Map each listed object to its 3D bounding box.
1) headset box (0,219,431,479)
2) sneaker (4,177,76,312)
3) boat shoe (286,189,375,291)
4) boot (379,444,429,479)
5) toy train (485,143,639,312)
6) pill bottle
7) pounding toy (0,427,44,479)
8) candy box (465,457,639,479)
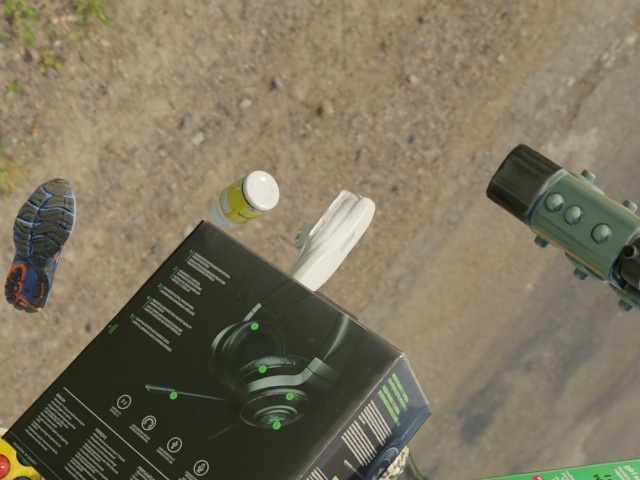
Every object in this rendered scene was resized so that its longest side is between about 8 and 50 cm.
[{"bbox_3d":[-0.079,0.151,0.956,0.283,0.246,0.131,-50,147,-14],"label":"headset box"},{"bbox_3d":[-0.414,-0.002,1.627,0.083,0.087,0.221,20,118,-14],"label":"sneaker"},{"bbox_3d":[0.000,0.000,1.462,0.184,0.063,0.066,-52,157,-24],"label":"boat shoe"},{"bbox_3d":[0.044,0.347,1.343,0.236,0.085,0.178,-39,125,-20],"label":"boot"},{"bbox_3d":[0.392,-0.016,1.602,0.190,0.334,0.142,24,104,-51],"label":"toy train"},{"bbox_3d":[-0.123,-0.062,1.738,0.065,0.065,0.116,-12,171,-41],"label":"pill bottle"},{"bbox_3d":[-0.550,0.413,1.810,0.181,0.206,0.094,17,157,-30],"label":"pounding toy"},{"bbox_3d":[0.324,0.458,1.589,0.317,0.122,0.268,-4,125,-21],"label":"candy box"}]
